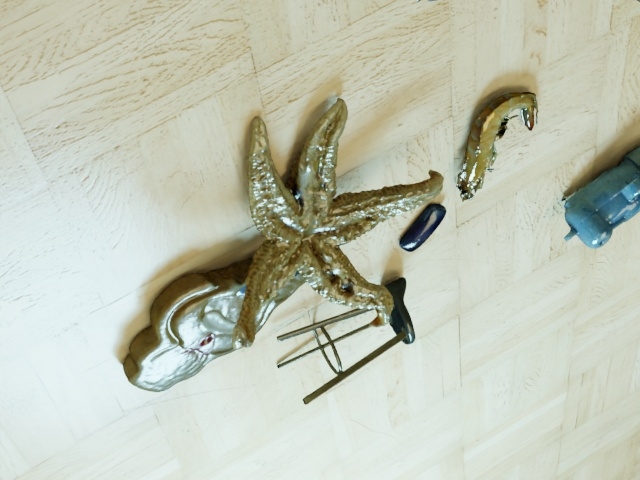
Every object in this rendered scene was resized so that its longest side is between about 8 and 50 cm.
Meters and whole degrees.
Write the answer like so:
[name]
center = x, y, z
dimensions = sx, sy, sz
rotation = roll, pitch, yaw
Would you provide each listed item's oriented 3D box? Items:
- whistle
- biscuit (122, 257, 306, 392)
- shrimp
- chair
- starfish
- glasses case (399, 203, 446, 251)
[whistle]
center = 0.476, -0.083, 1.943
dimensions = 0.269, 0.093, 0.180
rotation = -36, 172, -3
[biscuit]
center = -0.115, 0.082, 1.628
dimensions = 0.319, 0.047, 0.183
rotation = -32, 151, -11
[shrimp]
center = 0.238, -0.132, 1.707
dimensions = 0.124, 0.034, 0.178
rotation = -24, 142, -31
[chair]
center = 0.048, 0.141, 1.810
dimensions = 0.221, 0.095, 0.104
rotation = -28, 159, -15
[starfish]
center = -0.007, -0.002, 1.547
dimensions = 0.327, 0.094, 0.375
rotation = -53, 133, -5
[glasses case]
center = 0.142, -0.015, 1.767
dimensions = 0.033, 0.023, 0.083
rotation = 8, 126, -51
